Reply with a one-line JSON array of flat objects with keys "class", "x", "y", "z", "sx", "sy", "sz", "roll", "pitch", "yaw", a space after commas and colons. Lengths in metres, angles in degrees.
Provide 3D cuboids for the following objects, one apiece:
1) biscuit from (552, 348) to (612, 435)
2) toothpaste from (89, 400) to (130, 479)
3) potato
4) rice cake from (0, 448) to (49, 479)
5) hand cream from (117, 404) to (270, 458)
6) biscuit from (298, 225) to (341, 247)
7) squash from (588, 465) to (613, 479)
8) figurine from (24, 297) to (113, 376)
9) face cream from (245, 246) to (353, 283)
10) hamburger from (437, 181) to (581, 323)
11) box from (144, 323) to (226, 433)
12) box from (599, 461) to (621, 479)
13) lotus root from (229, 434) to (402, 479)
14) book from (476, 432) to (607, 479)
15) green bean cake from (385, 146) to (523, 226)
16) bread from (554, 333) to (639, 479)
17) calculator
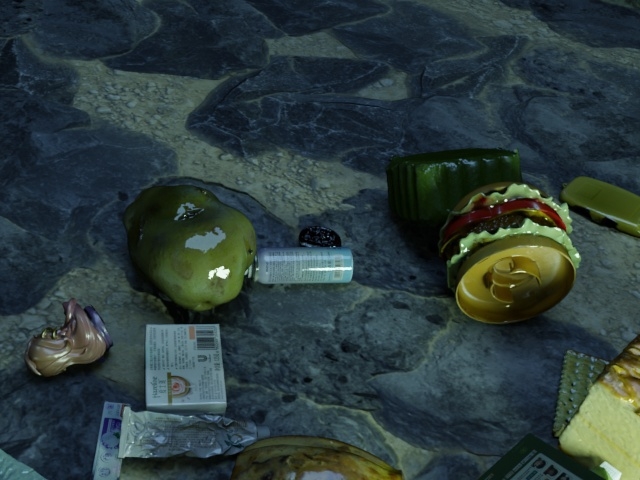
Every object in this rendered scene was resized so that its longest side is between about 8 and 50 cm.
[{"class": "biscuit", "x": 0.507, "y": 0.296, "z": 1.875, "sx": 0.139, "sy": 0.016, "sz": 0.231, "roll": 16, "pitch": 39, "yaw": 8}, {"class": "toothpaste", "x": -0.338, "y": 0.342, "z": 1.619, "sx": 0.047, "sy": 0.040, "sz": 0.196, "roll": 8, "pitch": 38, "yaw": -9}, {"class": "potato", "x": -0.262, "y": 0.000, "z": 1.949, "sx": 0.218, "sy": 0.203, "sz": 0.351, "roll": -40, "pitch": 47, "yaw": -16}, {"class": "rice cake", "x": -0.455, "y": 0.374, "z": 1.531, "sx": 0.206, "sy": 0.069, "sz": 0.063, "roll": 28, "pitch": 41, "yaw": 20}, {"class": "hand cream", "x": -0.199, "y": 0.315, "z": 1.640, "sx": 0.256, "sy": 0.084, "sz": 0.050, "roll": 8, "pitch": -8, "yaw": -27}, {"class": "biscuit", "x": 0.000, "y": 0.000, "z": 2.136, "sx": 0.087, "sy": 0.027, "sz": 0.089, "roll": -26, "pitch": 50, "yaw": -38}, {"class": "squash", "x": 0.377, "y": 0.490, "z": 1.516, "sx": 0.236, "sy": 0.155, "sz": 0.204, "roll": -32, "pitch": 21, "yaw": 10}, {"class": "figurine", "x": -0.437, "y": 0.172, "z": 1.757, "sx": 0.114, "sy": 0.126, "sz": 0.157, "roll": -16, "pitch": 12, "yaw": 47}, {"class": "face cream", "x": -0.053, "y": 0.049, "z": 2.023, "sx": 0.229, "sy": 0.075, "sz": 0.075, "roll": 1, "pitch": 39, "yaw": -13}, {"class": "hamburger", "x": 0.363, "y": 0.009, "z": 1.987, "sx": 0.274, "sy": 0.274, "sz": 0.212, "roll": 2, "pitch": 49, "yaw": -9}, {"class": "box", "x": -0.236, "y": 0.236, "z": 1.745, "sx": 0.135, "sy": 0.081, "sz": 0.199, "roll": 1, "pitch": 37, "yaw": -10}, {"class": "box", "x": 0.420, "y": 0.430, "z": 1.631, "sx": 0.154, "sy": 0.084, "sz": 0.040, "roll": -25, "pitch": 49, "yaw": -37}, {"class": "lotus root", "x": -0.005, "y": 0.381, "z": 1.531, "sx": 0.290, "sy": 0.193, "sz": 0.193, "roll": 8, "pitch": 38, "yaw": -1}, {"class": "book", "x": 0.323, "y": 0.407, "z": 1.525, "sx": 0.202, "sy": 0.027, "sz": 0.264, "roll": -38, "pitch": 22, "yaw": -12}, {"class": "green bean cake", "x": 0.287, "y": -0.115, "z": 2.182, "sx": 0.249, "sy": 0.157, "sz": 0.247, "roll": -10, "pitch": 10, "yaw": -16}, {"class": "bread", "x": 0.598, "y": 0.307, "z": 1.711, "sx": 0.279, "sy": 0.207, "sz": 0.279, "roll": -26, "pitch": 54, "yaw": -38}, {"class": "calculator", "x": 0.677, "y": -0.088, "z": 2.388, "sx": 0.236, "sy": 0.033, "sz": 0.157, "roll": 27, "pitch": 42, "yaw": 24}]
